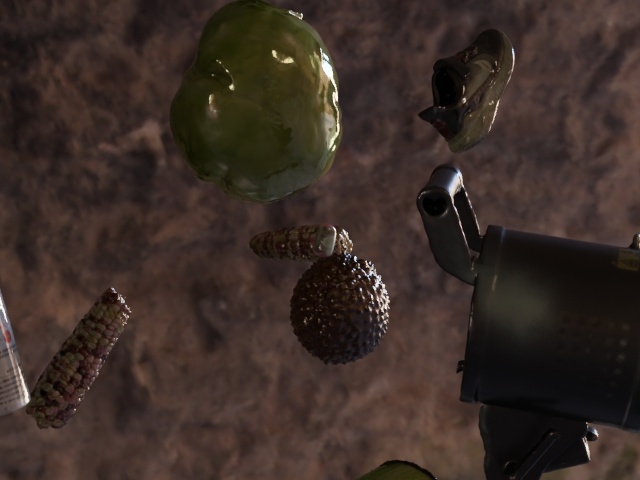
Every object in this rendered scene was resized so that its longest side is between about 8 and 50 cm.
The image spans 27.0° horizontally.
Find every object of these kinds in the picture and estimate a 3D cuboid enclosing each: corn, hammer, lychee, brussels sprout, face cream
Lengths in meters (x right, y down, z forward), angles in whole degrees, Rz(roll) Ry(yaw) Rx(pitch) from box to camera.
[{"bbox_3d":[-0.042,0.010,2.651,0.237,0.079,0.079,-4,-3,40],"label":"corn"},{"bbox_3d":[0.000,0.000,2.079,0.031,0.052,0.083,14,-4,-16],"label":"hammer"},{"bbox_3d":[0.035,0.126,2.412,0.200,0.200,0.238,-25,-26,3],"label":"lychee"},{"bbox_3d":[-0.431,0.217,2.406,0.280,0.092,0.092,-56,-21,-3],"label":"corn"},{"bbox_3d":[-0.090,-0.190,1.937,0.243,0.273,0.316,-2,-29,10],"label":"brussels sprout"},{"bbox_3d":[-0.602,0.113,2.230,0.145,0.369,0.145,-14,5,1],"label":"face cream"}]

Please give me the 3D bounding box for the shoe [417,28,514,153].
[{"bbox_3d":[0.229,-0.253,2.129,0.112,0.227,0.099,26,-22,-25],"label":"shoe"}]

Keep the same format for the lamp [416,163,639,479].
[{"bbox_3d":[0.278,0.087,1.477,0.272,0.374,0.205,-10,10,12],"label":"lamp"}]

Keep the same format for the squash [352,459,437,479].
[{"bbox_3d":[0.102,0.435,1.912,0.133,0.220,0.220,-24,-15,-44],"label":"squash"}]
